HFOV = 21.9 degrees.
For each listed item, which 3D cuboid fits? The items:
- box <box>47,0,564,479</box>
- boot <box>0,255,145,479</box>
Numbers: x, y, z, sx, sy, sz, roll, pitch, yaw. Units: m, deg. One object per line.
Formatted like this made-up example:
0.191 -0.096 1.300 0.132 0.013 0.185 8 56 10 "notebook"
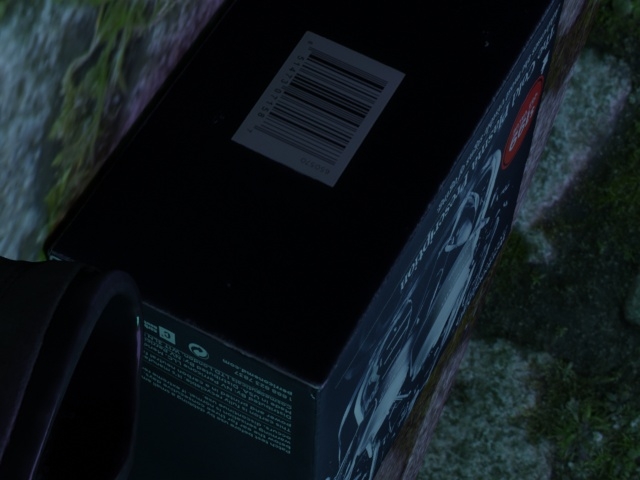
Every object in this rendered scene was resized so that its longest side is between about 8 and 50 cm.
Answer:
0.000 0.000 1.093 0.343 0.179 0.312 -58 166 -28 "box"
-0.202 0.124 0.443 0.338 0.222 0.118 -64 167 -5 "boot"
